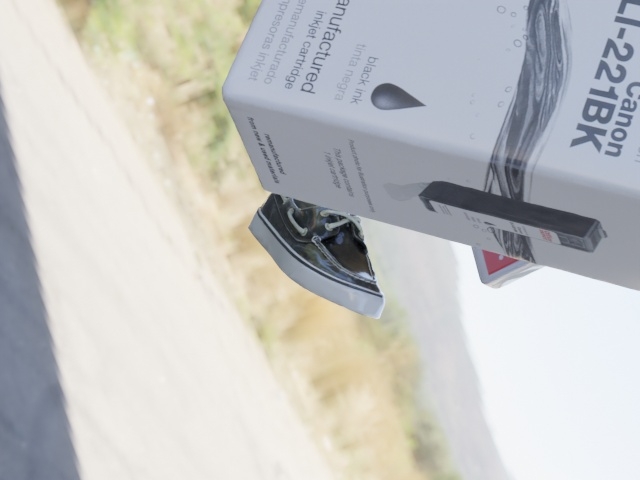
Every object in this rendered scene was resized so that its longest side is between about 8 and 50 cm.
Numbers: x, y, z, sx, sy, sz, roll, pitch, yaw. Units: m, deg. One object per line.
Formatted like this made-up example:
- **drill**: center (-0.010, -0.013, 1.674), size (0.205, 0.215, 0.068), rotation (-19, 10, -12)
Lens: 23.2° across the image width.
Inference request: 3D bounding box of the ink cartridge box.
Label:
- **ink cartridge box**: center (0.115, -0.100, 0.829), size (0.114, 0.273, 0.197), rotation (68, 41, -62)

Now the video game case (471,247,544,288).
- **video game case**: center (0.182, -0.128, 1.243), size (0.025, 0.204, 0.285), rotation (21, 48, -49)

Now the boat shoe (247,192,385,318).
- **boat shoe**: center (0.000, 0.000, 1.395), size (0.078, 0.070, 0.219), rotation (20, 12, -34)
